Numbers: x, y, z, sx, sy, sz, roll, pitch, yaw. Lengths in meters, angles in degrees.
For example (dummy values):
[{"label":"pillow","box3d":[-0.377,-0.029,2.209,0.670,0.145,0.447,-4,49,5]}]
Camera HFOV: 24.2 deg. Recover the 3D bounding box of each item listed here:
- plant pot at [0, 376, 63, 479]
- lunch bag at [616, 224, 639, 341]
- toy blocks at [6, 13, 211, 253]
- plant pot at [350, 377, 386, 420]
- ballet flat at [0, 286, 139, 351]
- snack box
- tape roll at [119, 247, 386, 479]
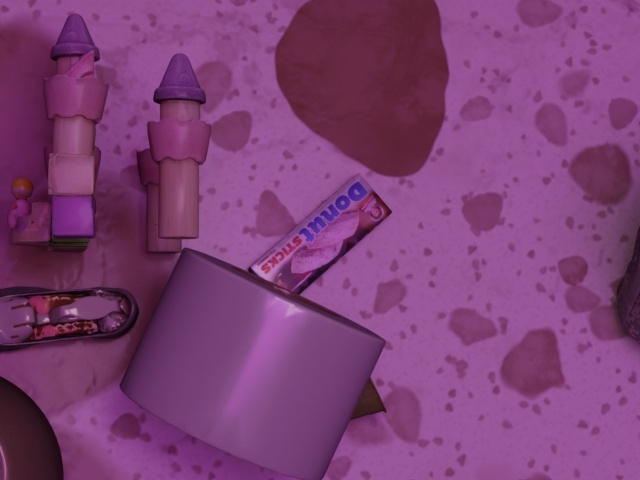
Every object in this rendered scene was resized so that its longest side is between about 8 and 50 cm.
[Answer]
[{"label":"plant pot","box3d":[-0.385,0.241,1.520,0.256,0.274,0.256,2,79,-12]},{"label":"lunch bag","box3d":[0.492,0.004,1.740,0.256,0.305,0.212,-7,55,-8]},{"label":"toy blocks","box3d":[-0.281,-0.124,1.603,0.309,0.288,0.260,1,86,-10]},{"label":"plant pot","box3d":[0.023,0.179,1.730,0.079,0.083,0.083,-26,87,-4]},{"label":"ballet flat","box3d":[-0.309,0.082,1.671,0.213,0.068,0.072,-5,81,-13]},{"label":"snack box","box3d":[0.000,0.000,1.779,0.178,0.022,0.064,-41,90,-16]},{"label":"tape roll","box3d":[-0.072,0.131,1.609,0.246,0.246,0.169,24,90,-8]}]
